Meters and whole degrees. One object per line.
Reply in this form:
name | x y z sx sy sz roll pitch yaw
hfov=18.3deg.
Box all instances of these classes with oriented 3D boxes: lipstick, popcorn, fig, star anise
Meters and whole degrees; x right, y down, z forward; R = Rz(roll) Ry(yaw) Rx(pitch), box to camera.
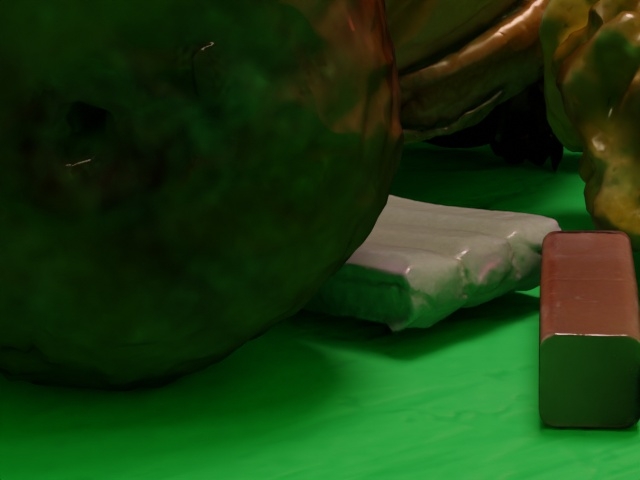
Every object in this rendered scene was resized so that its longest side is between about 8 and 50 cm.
lipstick | 0.120 0.037 0.895 0.045 0.045 0.145 2 18 7
popcorn | 0.237 -0.060 0.996 0.286 0.173 0.225 6 24 18
fig | -0.121 -0.083 0.955 0.286 0.286 0.369 -4 10 -10
star anise | 0.116 -0.100 1.218 0.140 0.158 0.144 55 9 31

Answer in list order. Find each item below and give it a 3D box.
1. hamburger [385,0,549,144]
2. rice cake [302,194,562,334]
hamburger | 0.029 -0.166 1.202 0.319 0.158 0.318 -22 32 15
rice cake | 0.000 0.000 1.024 0.237 0.043 0.127 14 24 42
